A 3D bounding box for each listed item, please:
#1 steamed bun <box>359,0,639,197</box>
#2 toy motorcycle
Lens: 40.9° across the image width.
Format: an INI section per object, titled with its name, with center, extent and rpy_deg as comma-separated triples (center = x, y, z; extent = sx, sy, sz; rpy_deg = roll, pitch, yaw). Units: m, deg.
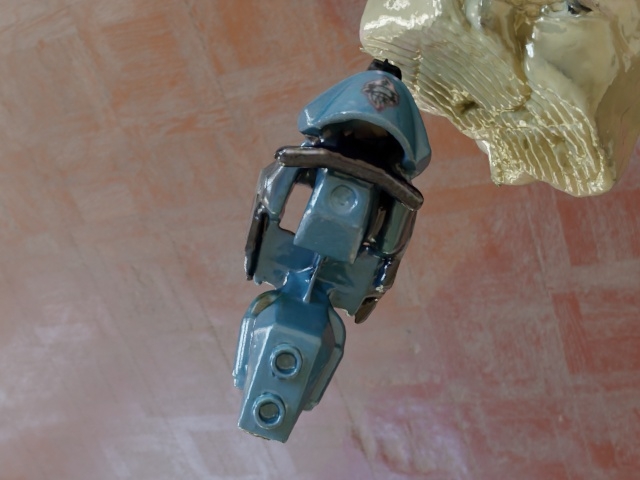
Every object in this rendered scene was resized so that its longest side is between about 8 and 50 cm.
[steamed bun]
center = 0.221, -0.210, 0.920
extent = 0.320, 0.206, 0.275
rpy_deg = 41, 163, -11
[toy motorcycle]
center = 0.000, 0.000, 0.846
extent = 0.172, 0.232, 0.416
rpy_deg = 21, 86, -1
